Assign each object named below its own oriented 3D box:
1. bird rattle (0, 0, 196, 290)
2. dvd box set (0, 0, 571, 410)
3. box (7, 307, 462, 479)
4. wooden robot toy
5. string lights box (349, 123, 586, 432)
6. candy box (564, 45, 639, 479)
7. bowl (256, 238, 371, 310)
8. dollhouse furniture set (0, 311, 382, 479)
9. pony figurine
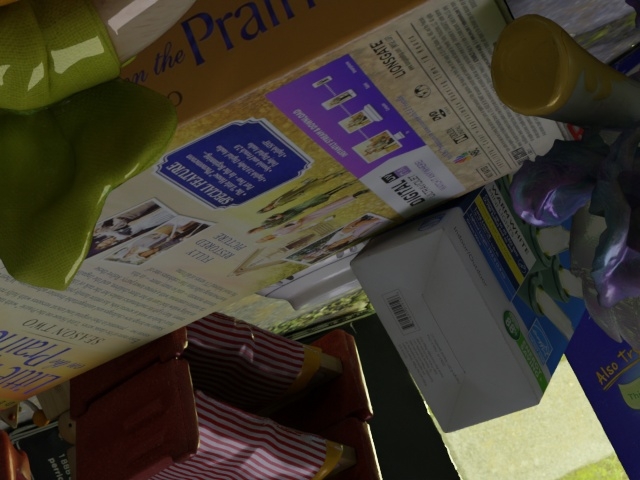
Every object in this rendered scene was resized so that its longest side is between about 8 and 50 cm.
[{"bbox_3d":[-0.078,-0.103,0.464,0.253,0.143,0.207,-37,147,30],"label":"bird rattle"},{"bbox_3d":[-0.080,-0.024,0.813,0.420,0.062,0.307,-26,163,11],"label":"dvd box set"},{"bbox_3d":[-0.163,0.346,1.690,0.472,0.297,0.480,-19,166,-36],"label":"box"},{"bbox_3d":[-0.202,0.139,1.261,0.173,0.079,0.076,-27,167,8],"label":"wooden robot toy"},{"bbox_3d":[0.124,0.006,1.023,0.077,0.133,0.259,-22,-166,31],"label":"string lights box"},{"bbox_3d":[0.310,0.004,1.175,0.268,0.317,0.122,-33,167,32],"label":"candy box"},{"bbox_3d":[0.000,0.000,1.053,0.170,0.080,0.170,-24,174,-3],"label":"bowl"},{"bbox_3d":[-0.153,0.184,1.119,0.201,0.152,0.374,22,137,-40],"label":"dollhouse furniture set"},{"bbox_3d":[0.232,-0.076,0.763,0.303,0.350,0.363,8,-170,35],"label":"pony figurine"}]
